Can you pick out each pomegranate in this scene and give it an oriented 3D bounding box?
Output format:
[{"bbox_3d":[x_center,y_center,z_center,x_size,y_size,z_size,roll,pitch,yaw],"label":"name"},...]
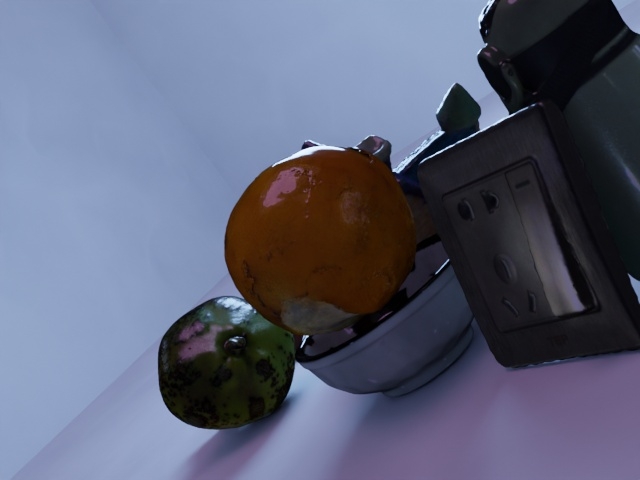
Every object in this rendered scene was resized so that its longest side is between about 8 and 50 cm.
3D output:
[{"bbox_3d":[-0.153,0.228,1.834,0.222,0.277,0.204,1,32,-14],"label":"pomegranate"}]

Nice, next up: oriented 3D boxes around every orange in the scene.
[{"bbox_3d":[0.000,0.000,1.394,0.240,0.240,0.240,-36,7,5],"label":"orange"}]

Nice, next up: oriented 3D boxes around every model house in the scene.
[{"bbox_3d":[0.121,-0.077,1.728,0.312,0.280,0.245,-42,48,-22],"label":"model house"}]

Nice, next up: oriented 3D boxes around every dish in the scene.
[{"bbox_3d":[0.108,0.113,1.478,0.303,0.120,0.303,-36,7,5],"label":"dish"}]

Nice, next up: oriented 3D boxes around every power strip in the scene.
[{"bbox_3d":[0.227,-0.002,1.179,0.092,0.257,0.251,-22,0,-21],"label":"power strip"}]

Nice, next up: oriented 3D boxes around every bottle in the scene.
[{"bbox_3d":[0.304,-0.130,1.192,0.168,0.347,0.168,-38,7,5],"label":"bottle"}]

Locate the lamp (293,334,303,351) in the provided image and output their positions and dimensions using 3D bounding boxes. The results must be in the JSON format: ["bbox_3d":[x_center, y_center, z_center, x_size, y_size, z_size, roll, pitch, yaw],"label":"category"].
[{"bbox_3d":[-0.109,0.173,2.083,0.156,0.135,0.157,-35,5,7],"label":"lamp"}]
